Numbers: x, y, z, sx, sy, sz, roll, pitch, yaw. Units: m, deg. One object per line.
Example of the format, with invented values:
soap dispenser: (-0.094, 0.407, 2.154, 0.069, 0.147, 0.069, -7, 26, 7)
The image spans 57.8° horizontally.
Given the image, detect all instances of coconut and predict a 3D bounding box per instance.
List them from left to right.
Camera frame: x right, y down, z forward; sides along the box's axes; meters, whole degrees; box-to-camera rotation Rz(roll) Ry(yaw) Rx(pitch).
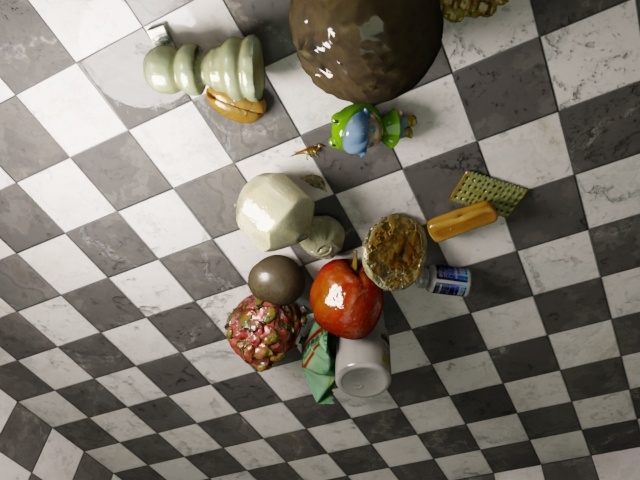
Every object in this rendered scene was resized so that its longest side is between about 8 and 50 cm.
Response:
coconut: (-0.140, -0.081, 1.890, 0.247, 0.245, 0.245, 47, 129, 18)

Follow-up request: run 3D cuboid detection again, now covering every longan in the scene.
longan: (-0.159, 0.145, 2.142, 0.212, 0.198, 0.198, 19, 129, -6)
longan: (0.112, -0.526, 1.433, 0.390, 0.391, 0.391, 2, 130, 2)

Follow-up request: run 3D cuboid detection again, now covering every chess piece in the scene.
chess piece: (-0.332, -0.481, 1.635, 0.330, 0.182, 0.182, 1, 130, 5)

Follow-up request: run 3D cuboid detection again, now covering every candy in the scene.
candy: (0.016, 0.444, 2.331, 0.171, 0.263, 0.398, 2, 131, -10)

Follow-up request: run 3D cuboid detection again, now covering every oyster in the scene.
oyster: (-0.019, -0.196, 1.922, 0.083, 0.080, 0.038, 17, 112, -53)

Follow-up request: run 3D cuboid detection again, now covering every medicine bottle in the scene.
medicine bottle: (0.164, 0.408, 2.235, 0.208, 0.340, 0.208, 2, 130, 2)
medicine bottle: (0.454, 0.146, 2.148, 0.191, 0.107, 0.107, 7, 130, -2)

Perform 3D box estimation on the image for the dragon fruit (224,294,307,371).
dragon fruit: (-0.228, 0.393, 2.301, 0.296, 0.263, 0.314, 35, 124, -24)

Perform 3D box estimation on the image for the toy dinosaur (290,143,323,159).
toy dinosaur: (-0.041, -0.280, 1.875, 0.113, 0.026, 0.041, -20, 119, 8)

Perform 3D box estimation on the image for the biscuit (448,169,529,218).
biscuit: (0.565, -0.154, 1.949, 0.231, 0.016, 0.139, 17, 130, -10)

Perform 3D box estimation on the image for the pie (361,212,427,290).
pie: (0.264, 0.042, 2.023, 0.274, 0.055, 0.275, -3, 98, -21)

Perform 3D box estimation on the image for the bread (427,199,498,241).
bread: (0.484, -0.070, 1.976, 0.239, 0.074, 0.093, -21, 118, 26)

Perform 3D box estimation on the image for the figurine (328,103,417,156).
figurine: (0.155, -0.336, 1.754, 0.263, 0.143, 0.162, -7, 139, -13)

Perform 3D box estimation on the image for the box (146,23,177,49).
box: (-0.452, -0.572, 1.661, 0.054, 0.024, 0.083, -12, 128, 15)

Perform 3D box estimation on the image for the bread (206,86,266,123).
bread: (-0.255, -0.414, 1.750, 0.189, 0.078, 0.114, 17, 133, -13)

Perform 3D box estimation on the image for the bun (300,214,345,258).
bun: (0.000, 0.000, 2.061, 0.183, 0.102, 0.183, 3, 129, 4)

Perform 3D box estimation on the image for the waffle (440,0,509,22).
waffle: (0.385, -0.707, 1.464, 0.324, 0.068, 0.302, -27, 123, 26)

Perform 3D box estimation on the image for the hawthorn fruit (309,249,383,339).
hawthorn fruit: (0.101, 0.182, 2.098, 0.286, 0.287, 0.331, 8, 114, -3)
